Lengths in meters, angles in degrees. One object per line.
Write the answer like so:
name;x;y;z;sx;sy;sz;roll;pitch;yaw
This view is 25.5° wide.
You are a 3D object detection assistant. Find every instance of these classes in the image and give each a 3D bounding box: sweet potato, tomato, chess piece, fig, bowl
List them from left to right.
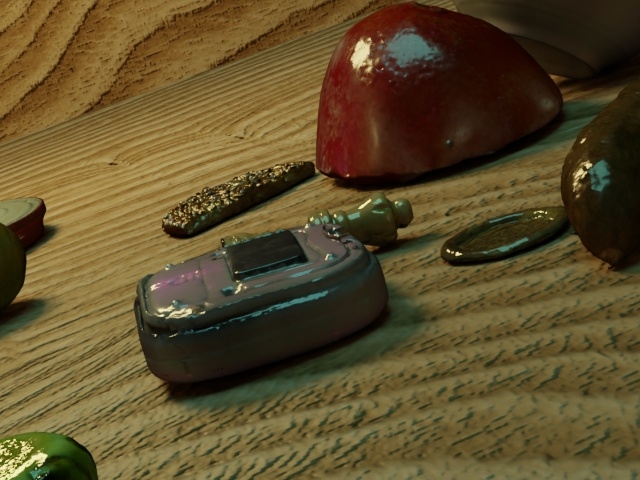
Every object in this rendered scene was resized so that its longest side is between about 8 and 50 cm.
fig;-0.380;0.031;1.484;0.136;0.120;0.153;-12;14;46
chess piece;0.000;-0.001;1.250;0.172;0.060;0.060;-17;13;-4
tomato;0.108;-0.179;1.567;0.309;0.170;0.309;-18;12;4
bowl;0.276;-0.287;1.691;0.287;0.143;0.287;20;-3;1
sweet potato;0.272;-0.078;1.121;0.114;0.092;0.341;23;36;32

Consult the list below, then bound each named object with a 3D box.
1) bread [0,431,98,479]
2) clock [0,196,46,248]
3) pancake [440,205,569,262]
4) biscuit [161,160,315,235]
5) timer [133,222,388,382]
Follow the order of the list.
bread;-0.191;0.161;0.807;0.139;0.071;0.130;-22;11;-7
clock;-0.518;0.002;1.879;0.319;0.080;0.318;-18;14;4
pancake;0.150;-0.006;1.153;0.115;0.011;0.115;-16;12;4
biscuit;-0.111;-0.051;1.659;0.206;0.025;0.126;-28;16;-37
timer;-0.051;0.043;1.108;0.191;0.069;0.208;-17;12;-7
